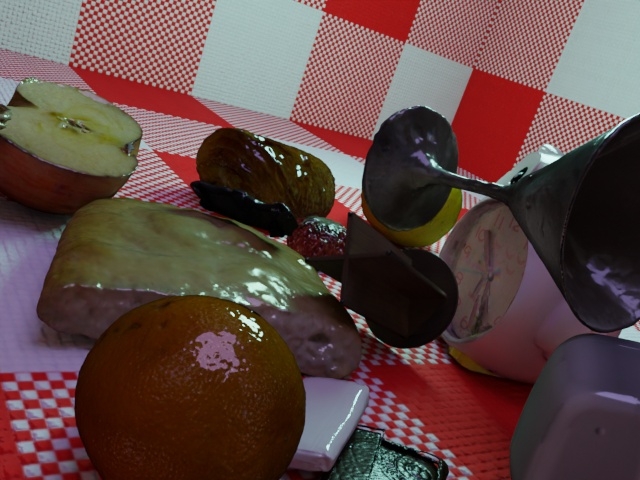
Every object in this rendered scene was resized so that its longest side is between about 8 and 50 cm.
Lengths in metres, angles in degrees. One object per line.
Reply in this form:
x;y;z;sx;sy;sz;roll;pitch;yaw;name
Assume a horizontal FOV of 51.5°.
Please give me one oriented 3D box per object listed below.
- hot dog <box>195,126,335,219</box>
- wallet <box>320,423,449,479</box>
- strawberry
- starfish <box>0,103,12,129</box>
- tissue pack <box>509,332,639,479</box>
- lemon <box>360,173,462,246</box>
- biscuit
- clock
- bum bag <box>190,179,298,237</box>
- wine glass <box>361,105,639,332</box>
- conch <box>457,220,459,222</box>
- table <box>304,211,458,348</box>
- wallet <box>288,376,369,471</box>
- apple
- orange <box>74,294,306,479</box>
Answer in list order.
-0.116;-0.141;1.516;0.266;0.174;0.387;30;10;24;hot dog
0.059;0.262;0.658;0.132;0.039;0.243;18;14;10;wallet
0.000;0.000;1.338;0.145;0.086;0.145;19;15;-5;strawberry
-0.568;-0.197;0.970;0.311;0.304;0.113;22;14;37;starfish
0.394;0.247;0.744;0.332;0.230;0.236;21;18;13;tissue pack
0.226;-0.113;1.665;0.253;0.254;0.310;16;17;-11;lemon
-0.162;0.042;0.989;0.428;0.104;0.446;15;17;-18;biscuit
0.383;0.045;1.135;0.250;0.377;0.368;19;16;-19;clock
-0.126;-0.048;1.086;0.197;0.049;0.087;19;-20;19;bum bag
0.253;-0.063;0.916;0.267;0.267;0.406;6;10;-37;wine glass
0.417;0.073;1.443;0.313;0.186;0.241;35;42;-1;conch
0.089;0.058;0.988;0.167;0.167;0.226;32;-1;37;table
-0.005;0.202;0.752;0.095;0.033;0.190;6;13;15;wallet
-0.443;-0.135;1.131;0.251;0.163;0.293;24;29;-12;apple
-0.114;0.142;0.585;0.205;0.206;0.206;18;17;-6;orange
